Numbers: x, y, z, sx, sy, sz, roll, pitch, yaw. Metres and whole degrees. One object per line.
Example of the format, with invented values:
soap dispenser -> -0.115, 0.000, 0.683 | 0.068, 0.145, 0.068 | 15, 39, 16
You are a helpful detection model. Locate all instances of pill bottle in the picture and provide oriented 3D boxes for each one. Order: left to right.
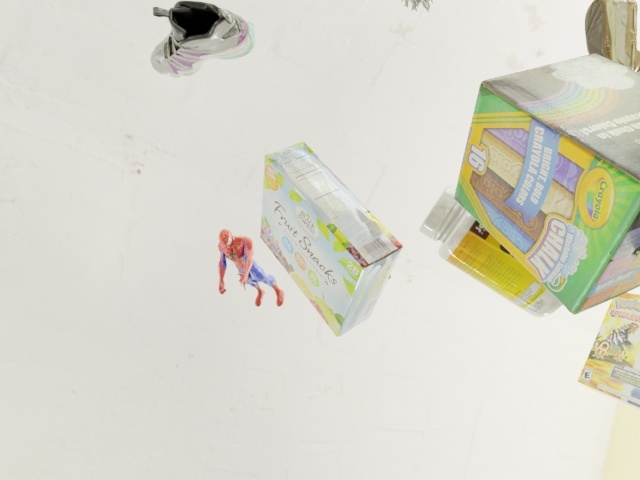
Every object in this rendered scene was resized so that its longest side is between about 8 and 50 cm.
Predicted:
pill bottle -> 0.258, 0.008, 0.643 | 0.215, 0.117, 0.117 | 33, -92, 11

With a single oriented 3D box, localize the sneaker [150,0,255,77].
sneaker -> -0.106, -0.156, 0.331 | 0.069, 0.098, 0.038 | -12, -88, -68

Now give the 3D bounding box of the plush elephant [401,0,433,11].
plush elephant -> 0.148, -0.574, 0.772 | 0.255, 0.272, 0.329 | -56, -39, -54

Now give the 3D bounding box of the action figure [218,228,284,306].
action figure -> -0.165, 0.093, 0.970 | 0.092, 0.139, 0.280 | -4, -40, 16

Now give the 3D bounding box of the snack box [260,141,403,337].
snack box -> 0.000, 0.000, 0.593 | 0.070, 0.207, 0.174 | -27, -28, -27

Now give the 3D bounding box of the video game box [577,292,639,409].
video game box -> 0.550, 0.187, 0.709 | 0.048, 0.205, 0.187 | 30, -97, -17

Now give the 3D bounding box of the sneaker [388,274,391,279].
sneaker -> 0.165, 0.089, 1.274 | 0.083, 0.037, 0.031 | 20, -80, -6

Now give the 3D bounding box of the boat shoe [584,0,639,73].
boat shoe -> 0.307, -0.183, 0.453 | 0.045, 0.050, 0.135 | -5, -82, 2

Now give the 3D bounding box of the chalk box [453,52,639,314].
chalk box -> 0.233, -0.039, 0.357 | 0.133, 0.213, 0.132 | -17, -43, -14
